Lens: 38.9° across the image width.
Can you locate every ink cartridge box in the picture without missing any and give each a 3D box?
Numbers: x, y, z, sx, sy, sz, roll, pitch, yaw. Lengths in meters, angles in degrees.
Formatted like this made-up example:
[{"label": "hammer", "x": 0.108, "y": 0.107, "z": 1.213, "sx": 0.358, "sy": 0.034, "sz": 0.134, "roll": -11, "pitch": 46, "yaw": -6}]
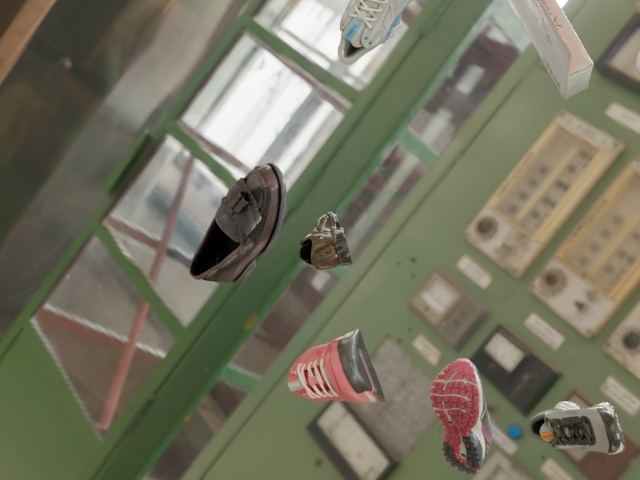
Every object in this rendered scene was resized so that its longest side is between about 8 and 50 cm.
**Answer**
[{"label": "ink cartridge box", "x": 0.423, "y": -0.428, "z": 1.702, "sx": 0.275, "sy": 0.060, "sz": 0.239, "roll": 65, "pitch": 5, "yaw": 15}]

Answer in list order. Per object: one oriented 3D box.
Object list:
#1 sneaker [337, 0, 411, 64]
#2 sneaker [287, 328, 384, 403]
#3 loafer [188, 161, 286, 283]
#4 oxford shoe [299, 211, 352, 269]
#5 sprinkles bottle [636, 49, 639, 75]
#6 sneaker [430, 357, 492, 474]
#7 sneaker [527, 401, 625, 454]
[{"label": "sneaker", "x": 0.062, "y": -0.268, "z": 1.055, "sx": 0.071, "sy": 0.083, "sz": 0.191, "roll": 36, "pitch": -25, "yaw": 8}, {"label": "sneaker", "x": 0.016, "y": 0.216, "z": 1.418, "sx": 0.314, "sy": 0.136, "sz": 0.116, "roll": 90, "pitch": -20, "yaw": -83}, {"label": "loafer", "x": -0.142, "y": -0.015, "z": 1.515, "sx": 0.095, "sy": 0.303, "sz": 0.109, "roll": -9, "pitch": 61, "yaw": -28}, {"label": "oxford shoe", "x": 0.000, "y": 0.000, "z": 1.781, "sx": 0.227, "sy": 0.096, "sz": 0.083, "roll": -104, "pitch": 177, "yaw": -77}, {"label": "sprinkles bottle", "x": 0.746, "y": -0.274, "z": 1.697, "sx": 0.121, "sy": 0.121, "sz": 0.355, "roll": 32, "pitch": 18, "yaw": -41}, {"label": "sneaker", "x": 0.323, "y": 0.380, "z": 2.034, "sx": 0.120, "sy": 0.112, "sz": 0.299, "roll": 14, "pitch": -50, "yaw": 30}, {"label": "sneaker", "x": 0.506, "y": 0.378, "z": 1.791, "sx": 0.271, "sy": 0.107, "sz": 0.100, "roll": 149, "pitch": -72, "yaw": -72}]
